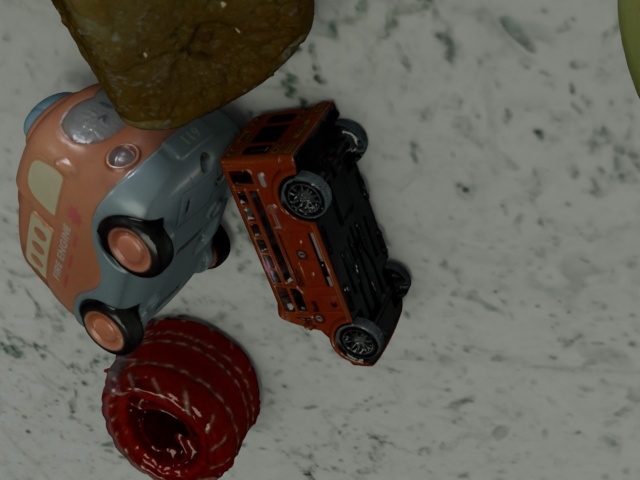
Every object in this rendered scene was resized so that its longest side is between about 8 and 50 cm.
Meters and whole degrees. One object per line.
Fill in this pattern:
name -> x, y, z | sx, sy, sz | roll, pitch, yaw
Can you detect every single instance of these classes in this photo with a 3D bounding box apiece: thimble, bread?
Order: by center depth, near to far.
bread -> -0.116, -0.225, 0.795 | 0.176, 0.196, 0.246 | 59, 171, 24
thimble -> -0.163, 0.195, 1.247 | 0.163, 0.125, 0.189 | -3, 126, 25

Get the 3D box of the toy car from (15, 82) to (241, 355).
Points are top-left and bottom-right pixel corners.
toy car -> -0.203, -0.041, 1.037 | 0.212, 0.180, 0.270 | 35, 136, 8

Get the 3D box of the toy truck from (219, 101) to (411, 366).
toy truck -> 0.000, 0.000, 1.011 | 0.114, 0.107, 0.252 | -1, 126, 28

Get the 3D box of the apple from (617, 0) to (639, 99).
apple -> 0.368, -0.174, 0.461 | 0.474, 0.473, 0.473 | 14, 133, 15
